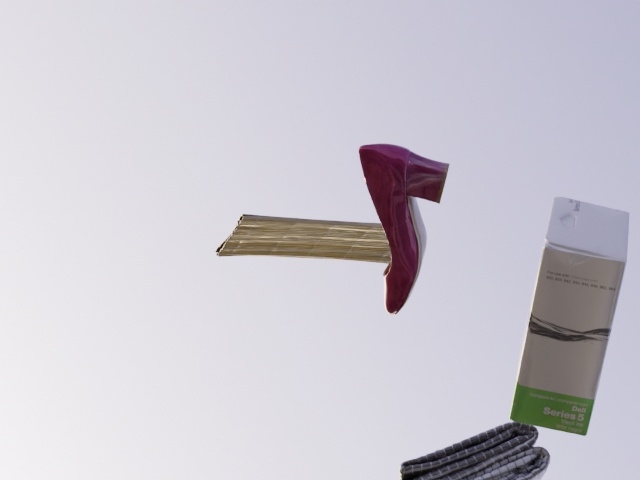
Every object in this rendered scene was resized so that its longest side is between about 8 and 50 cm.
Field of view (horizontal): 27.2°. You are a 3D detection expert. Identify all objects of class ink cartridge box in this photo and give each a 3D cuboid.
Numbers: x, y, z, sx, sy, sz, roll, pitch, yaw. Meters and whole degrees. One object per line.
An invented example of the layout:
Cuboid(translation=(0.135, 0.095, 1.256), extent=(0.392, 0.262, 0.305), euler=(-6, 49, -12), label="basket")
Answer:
Cuboid(translation=(0.349, 0.102, 1.854), extent=(0.115, 0.198, 0.273), euler=(12, -66, 9), label="ink cartridge box")

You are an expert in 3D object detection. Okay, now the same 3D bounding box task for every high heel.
Cuboid(translation=(0.084, -0.013, 1.721), extent=(0.117, 0.082, 0.244), euler=(15, -52, 3), label="high heel")

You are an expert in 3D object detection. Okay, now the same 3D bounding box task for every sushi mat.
Cuboid(translation=(0.000, 0.000, 2.162), extent=(0.317, 0.019, 0.151), euler=(3, -26, -20), label="sushi mat")

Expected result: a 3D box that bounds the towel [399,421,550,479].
Cuboid(translation=(0.277, 0.444, 2.474), extent=(0.235, 0.284, 0.121), euler=(88, -20, -71), label="towel")
